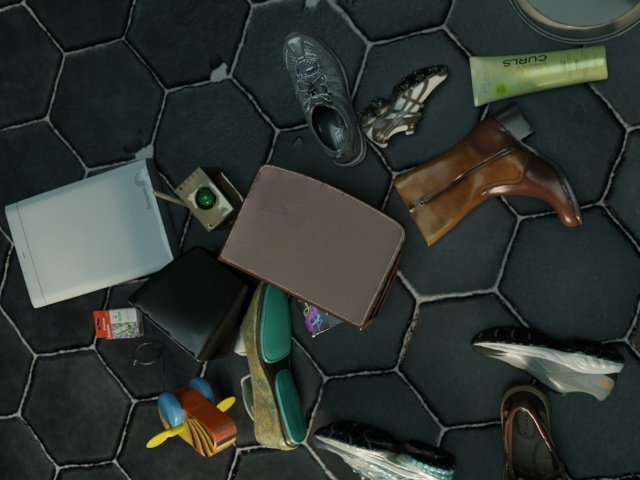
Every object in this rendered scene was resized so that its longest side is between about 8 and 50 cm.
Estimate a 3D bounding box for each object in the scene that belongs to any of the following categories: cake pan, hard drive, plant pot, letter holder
[{"bbox_3d":[0.474,-0.502,1.420,0.293,0.054,0.293,1,94,14],"label":"cake pan"},{"bbox_3d":[-0.487,-0.012,1.700,0.353,0.047,0.233,-16,90,14],"label":"hard drive"},{"bbox_3d":[-0.236,0.115,1.583,0.187,0.188,0.167,38,90,9],"label":"plant pot"},{"bbox_3d":[0.000,0.000,1.497,0.302,0.152,0.214,25,96,11],"label":"letter holder"}]

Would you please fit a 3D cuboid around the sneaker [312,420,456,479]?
[{"bbox_3d":[0.112,0.444,1.547,0.283,0.110,0.122,16,101,13],"label":"sneaker"}]

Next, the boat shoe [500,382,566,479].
[{"bbox_3d":[0.393,0.441,1.458,0.123,0.123,0.342,-6,98,15],"label":"boat shoe"}]

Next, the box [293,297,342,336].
[{"bbox_3d":[0.000,0.096,1.592,0.116,0.029,0.162,-27,85,14],"label":"box"}]

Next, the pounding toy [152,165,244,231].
[{"bbox_3d":[-0.232,-0.080,1.582,0.100,0.141,0.130,-41,83,13],"label":"pounding toy"}]

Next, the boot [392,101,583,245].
[{"bbox_3d":[0.307,-0.076,1.469,0.280,0.096,0.264,-35,85,15],"label":"boot"}]

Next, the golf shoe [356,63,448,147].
[{"bbox_3d":[0.167,-0.256,1.514,0.198,0.077,0.094,-34,110,10],"label":"golf shoe"}]

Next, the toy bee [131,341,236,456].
[{"bbox_3d":[-0.268,0.351,1.629,0.195,0.298,0.162,-8,124,-18],"label":"toy bee"}]

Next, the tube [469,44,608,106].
[{"bbox_3d":[0.396,-0.305,1.453,0.240,0.062,0.070,-4,52,19],"label":"tube"}]

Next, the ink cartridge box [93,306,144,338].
[{"bbox_3d":[-0.438,0.178,1.708,0.115,0.029,0.063,-6,93,14],"label":"ink cartridge box"}]

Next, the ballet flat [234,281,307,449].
[{"bbox_3d":[-0.113,0.248,1.593,0.123,0.123,0.349,-9,91,15],"label":"ballet flat"}]

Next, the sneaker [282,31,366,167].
[{"bbox_3d":[0.007,-0.276,1.521,0.105,0.115,0.281,-28,86,14],"label":"sneaker"}]

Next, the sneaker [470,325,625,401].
[{"bbox_3d":[0.408,0.227,1.463,0.271,0.100,0.108,13,107,15],"label":"sneaker"}]
